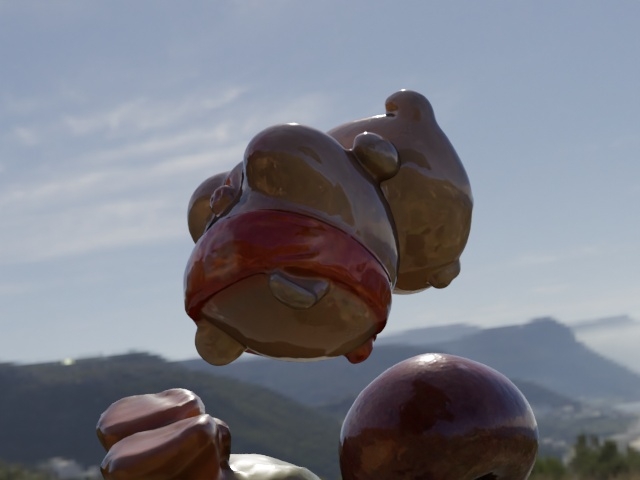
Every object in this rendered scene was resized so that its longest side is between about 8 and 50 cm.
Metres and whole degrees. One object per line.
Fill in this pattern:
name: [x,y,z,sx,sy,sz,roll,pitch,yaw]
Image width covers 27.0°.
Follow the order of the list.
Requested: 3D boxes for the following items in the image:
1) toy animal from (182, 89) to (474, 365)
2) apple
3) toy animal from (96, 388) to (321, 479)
toy animal: [0.000,0.000,0.866,0.197,0.171,0.171,-30,9,-40]
apple: [0.085,0.154,0.991,0.153,0.153,0.120,0,33,-41]
toy animal: [-0.063,0.284,1.092,0.191,0.338,0.216,-17,11,-14]
